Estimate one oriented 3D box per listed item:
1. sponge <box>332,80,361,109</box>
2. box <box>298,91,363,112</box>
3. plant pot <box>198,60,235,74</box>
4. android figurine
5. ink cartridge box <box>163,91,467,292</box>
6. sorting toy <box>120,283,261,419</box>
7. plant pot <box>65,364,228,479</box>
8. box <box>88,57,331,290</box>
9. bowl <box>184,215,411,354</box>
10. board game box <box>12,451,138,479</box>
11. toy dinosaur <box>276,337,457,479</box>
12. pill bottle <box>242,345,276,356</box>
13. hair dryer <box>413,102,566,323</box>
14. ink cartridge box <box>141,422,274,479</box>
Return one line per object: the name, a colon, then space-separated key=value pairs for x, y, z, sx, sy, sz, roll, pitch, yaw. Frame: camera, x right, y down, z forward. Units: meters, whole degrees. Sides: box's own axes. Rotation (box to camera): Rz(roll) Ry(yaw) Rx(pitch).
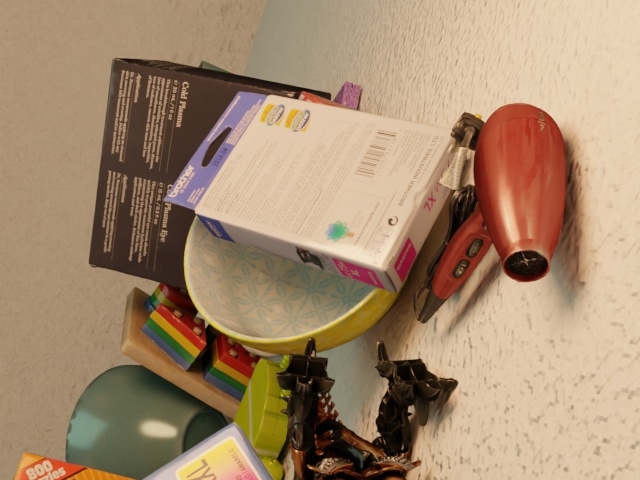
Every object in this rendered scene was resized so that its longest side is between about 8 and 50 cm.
sponge: x=0.023 y=-0.157 z=1.561 sx=0.117 sy=0.031 sz=0.210 roll=130 pitch=153 yaw=-57
box: x=-0.003 y=-0.041 z=1.287 sx=0.154 sy=0.142 sz=0.300 roll=-125 pitch=54 yaw=-73
plant pot: x=-0.154 y=-0.167 z=1.754 sx=0.293 sy=0.235 sz=0.293 roll=-164 pitch=90 yaw=-76
android figurine: x=-0.094 y=0.294 z=1.383 sx=0.248 sy=0.056 sz=0.273 roll=-102 pitch=33 yaw=-64
ink cartridge box: x=-0.011 y=-0.067 z=1.047 sx=0.186 sy=0.311 sz=0.065 roll=-60 pitch=-32 yaw=-21
sorting toy: x=-0.218 y=0.176 z=1.630 sx=0.089 sy=0.255 sz=0.257 roll=-52 pitch=18 yaw=9
plant pot: x=-0.275 y=0.363 z=1.624 sx=0.195 sy=0.290 sz=0.290 roll=-8 pitch=58 yaw=34
box: x=-0.179 y=-0.099 z=1.481 sx=0.179 sy=0.312 sz=0.343 roll=-23 pitch=-55 yaw=-68
bowl: x=-0.006 y=0.028 z=1.119 sx=0.156 sy=0.289 sz=0.289 roll=58 pitch=-145 yaw=-51
board game box: x=-0.298 y=0.548 z=1.217 sx=0.356 sy=0.356 sz=0.356 roll=127 pitch=157 yaw=-50
toy dinosaur: x=0.018 y=0.221 z=0.905 sx=0.322 sy=0.164 sz=0.218 roll=28 pitch=117 yaw=54
pill bottle: x=-0.097 y=0.137 z=1.513 sx=0.169 sy=0.094 sz=0.094 roll=-143 pitch=72 yaw=-75
hair dryer: x=0.160 y=-0.014 z=0.833 sx=0.293 sy=0.080 sz=0.224 roll=-122 pitch=43 yaw=-85
ink cartridge box: x=-0.181 y=0.369 z=0.789 sx=0.151 sy=0.395 sz=0.270 roll=48 pitch=162 yaw=34
